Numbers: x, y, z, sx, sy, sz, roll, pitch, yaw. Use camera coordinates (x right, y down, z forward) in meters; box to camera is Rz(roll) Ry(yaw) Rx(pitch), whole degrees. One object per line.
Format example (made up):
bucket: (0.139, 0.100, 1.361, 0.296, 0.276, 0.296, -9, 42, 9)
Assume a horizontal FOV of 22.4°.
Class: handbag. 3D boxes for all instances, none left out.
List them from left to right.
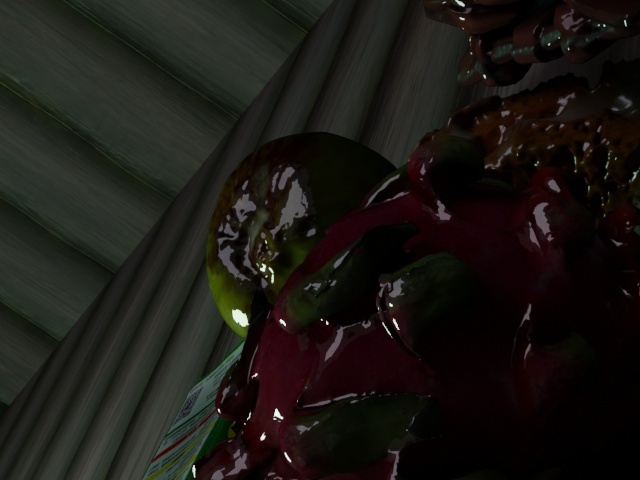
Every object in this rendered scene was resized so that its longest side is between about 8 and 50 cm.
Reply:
handbag: (0.209, -0.174, 0.869, 0.275, 0.084, 0.260, -28, 7, -11)

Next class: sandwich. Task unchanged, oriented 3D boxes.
sandwich: (0.130, -0.043, 0.910, 0.185, 0.160, 0.109, 128, 153, -59)

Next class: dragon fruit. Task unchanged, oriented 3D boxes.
dragon fruit: (0.048, 0.080, 0.809, 0.273, 0.198, 0.218, -56, 23, 33)

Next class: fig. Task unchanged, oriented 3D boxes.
fig: (0.000, 0.000, 1.331, 0.191, 0.181, 0.181, -22, -21, -53)

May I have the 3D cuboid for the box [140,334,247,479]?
box: (-0.067, 0.187, 1.217, 0.180, 0.103, 0.250, -43, 15, 49)
